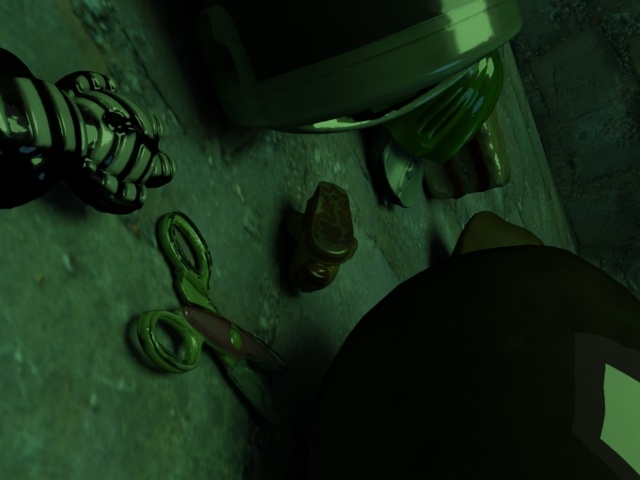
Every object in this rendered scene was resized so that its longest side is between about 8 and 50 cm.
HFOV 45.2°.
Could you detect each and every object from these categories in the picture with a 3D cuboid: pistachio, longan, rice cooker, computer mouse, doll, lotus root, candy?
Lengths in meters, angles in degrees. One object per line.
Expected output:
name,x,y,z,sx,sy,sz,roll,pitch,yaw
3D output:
pistachio,0.274,0.087,1.227,0.212,0.162,0.261,36,55,-27
longan,0.170,0.199,0.663,0.404,0.336,0.405,4,84,-47
rice cooker,0.019,-0.238,0.674,0.277,0.288,0.288,70,23,-15
computer mouse,0.118,-0.139,1.094,0.113,0.068,0.229,51,33,-41
doll,-0.151,-0.058,0.434,0.219,0.067,0.091,-5,78,-73
lotus root,0.175,-0.221,1.019,0.186,0.186,0.186,45,38,-51
candy,0.221,-0.231,1.305,0.179,0.135,0.321,-34,110,-66

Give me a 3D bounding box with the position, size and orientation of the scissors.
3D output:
scissors,-0.074,0.074,0.591,0.187,0.020,0.134,54,27,-39

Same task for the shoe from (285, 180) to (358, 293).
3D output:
shoe,0.003,-0.001,0.749,0.072,0.069,0.109,6,53,-27
